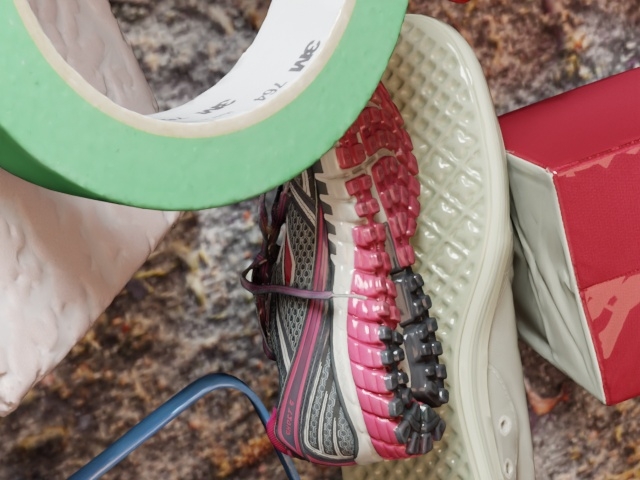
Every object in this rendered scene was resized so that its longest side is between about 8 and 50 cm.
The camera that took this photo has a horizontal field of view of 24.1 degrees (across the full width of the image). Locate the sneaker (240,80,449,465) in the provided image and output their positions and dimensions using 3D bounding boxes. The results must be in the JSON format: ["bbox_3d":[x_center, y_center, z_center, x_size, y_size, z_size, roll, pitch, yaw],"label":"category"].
[{"bbox_3d":[0.000,0.000,0.997,0.121,0.112,0.299,16,66,-60],"label":"sneaker"}]

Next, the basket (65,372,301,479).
[{"bbox_3d":[-0.118,0.260,1.023,0.289,0.201,0.255,-30,106,-8],"label":"basket"}]

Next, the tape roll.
[{"bbox_3d":[-0.088,-0.178,0.831,0.321,0.077,0.321,-6,101,-37],"label":"tape roll"}]

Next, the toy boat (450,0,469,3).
[{"bbox_3d":[0.133,-0.272,1.076,0.151,0.151,0.231,24,92,-54],"label":"toy boat"}]

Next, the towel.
[{"bbox_3d":[-0.204,-0.104,0.894,0.053,0.317,0.332,-15,111,23],"label":"towel"}]

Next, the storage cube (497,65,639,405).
[{"bbox_3d":[0.241,-0.015,1.114,0.193,0.215,0.184,-19,107,-10],"label":"storage cube"}]

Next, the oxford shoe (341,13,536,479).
[{"bbox_3d":[0.080,0.059,1.114,0.130,0.169,0.450,-15,100,-61],"label":"oxford shoe"}]
